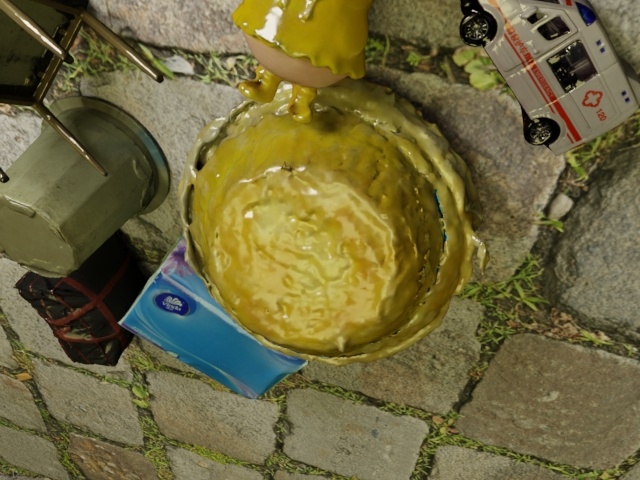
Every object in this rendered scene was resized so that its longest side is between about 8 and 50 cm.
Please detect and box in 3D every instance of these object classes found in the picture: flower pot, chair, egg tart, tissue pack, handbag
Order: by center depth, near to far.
[{"bbox_3d":[-0.352,-0.216,0.622,0.272,0.188,0.166,40,108,7],"label":"chair"},{"bbox_3d":[0.000,0.000,0.656,0.388,0.169,0.388,4,112,11],"label":"egg tart"},{"bbox_3d":[-0.353,-0.060,0.779,0.212,0.202,0.212,12,136,12],"label":"flower pot"},{"bbox_3d":[-0.159,0.123,0.902,0.263,0.146,0.198,36,131,-12],"label":"tissue pack"},{"bbox_3d":[-0.395,0.096,0.948,0.155,0.169,0.215,-2,130,22],"label":"handbag"}]

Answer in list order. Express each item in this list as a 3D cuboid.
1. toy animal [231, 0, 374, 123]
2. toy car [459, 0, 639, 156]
[{"bbox_3d":[-0.001,-0.232,0.526,0.156,0.156,0.230,26,109,-3],"label":"toy animal"},{"bbox_3d":[0.216,-0.187,0.530,0.108,0.089,0.209,-26,119,35],"label":"toy car"}]
